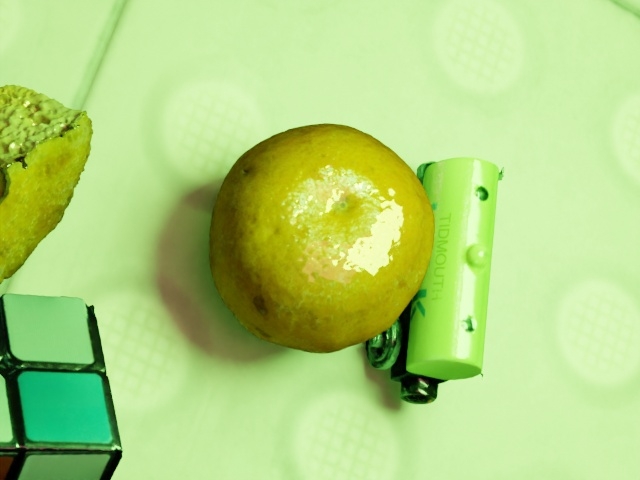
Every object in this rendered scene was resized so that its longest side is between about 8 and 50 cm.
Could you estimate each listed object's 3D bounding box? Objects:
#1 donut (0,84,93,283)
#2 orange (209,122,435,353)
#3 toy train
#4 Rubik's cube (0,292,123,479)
[{"bbox_3d":[-0.322,-0.018,1.632,0.101,0.152,0.259,34,53,24],"label":"donut"},{"bbox_3d":[0.000,0.000,1.763,0.224,0.170,0.224,3,72,-10],"label":"orange"},{"bbox_3d":[0.123,0.031,1.828,0.105,0.157,0.253,14,70,-23],"label":"toy train"},{"bbox_3d":[-0.285,0.160,1.554,0.183,0.180,0.167,5,47,-27],"label":"Rubik's cube"}]
